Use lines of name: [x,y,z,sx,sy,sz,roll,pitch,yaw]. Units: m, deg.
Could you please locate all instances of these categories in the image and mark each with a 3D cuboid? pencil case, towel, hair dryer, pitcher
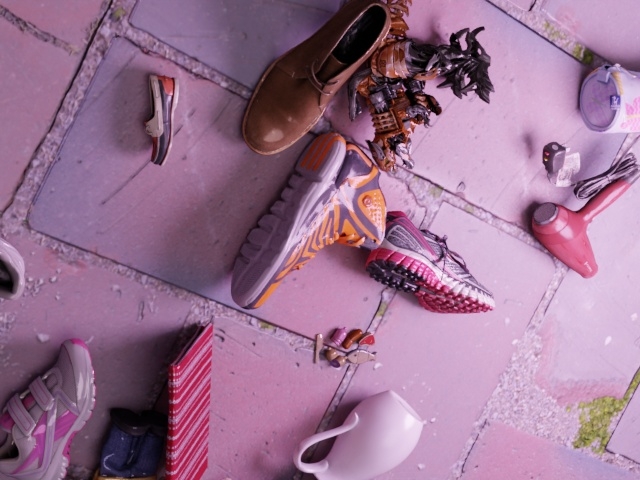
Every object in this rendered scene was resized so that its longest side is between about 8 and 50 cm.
pencil case: [0.605,-0.257,2.142,0.273,0.113,0.124,-2,94,-27]
towel: [-0.214,0.289,1.863,0.031,0.199,0.275,7,108,8]
hair dryer: [0.496,-0.051,2.144,0.223,0.080,0.293,-3,124,-11]
pitcher: [0.065,0.353,2.057,0.207,0.125,0.178,-46,129,4]

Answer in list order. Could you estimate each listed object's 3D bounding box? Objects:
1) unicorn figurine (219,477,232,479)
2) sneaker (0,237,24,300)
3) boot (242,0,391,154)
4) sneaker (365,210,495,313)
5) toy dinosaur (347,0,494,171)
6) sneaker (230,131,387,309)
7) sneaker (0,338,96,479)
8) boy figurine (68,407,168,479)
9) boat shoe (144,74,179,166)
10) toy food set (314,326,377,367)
unicorn figurine: [-0.126,0.463,2.030,0.162,0.060,0.111,39,91,-35]
sneaker: [-0.499,0.006,1.638,0.232,0.115,0.090,36,88,-33]
boot: [-0.010,-0.253,1.786,0.112,0.115,0.305,41,97,-10]
sneaker: [0.206,0.049,2.038,0.299,0.121,0.112,32,60,-40]
toy dinosaur: [0.151,-0.274,1.879,0.218,0.164,0.322,-2,123,-12]
sneaker: [0.000,0.000,1.899,0.180,0.124,0.321,35,89,-32]
sneaker: [-0.421,0.264,1.778,0.111,0.103,0.252,16,98,-33]
boy figurine: [-0.326,0.414,1.890,0.177,0.092,0.285,12,98,-33]
boat shoe: [-0.242,-0.179,1.752,0.043,0.049,0.137,3,103,-26]
toy food set: [0.050,0.186,2.052,0.122,0.019,0.078,-5,109,-27]
